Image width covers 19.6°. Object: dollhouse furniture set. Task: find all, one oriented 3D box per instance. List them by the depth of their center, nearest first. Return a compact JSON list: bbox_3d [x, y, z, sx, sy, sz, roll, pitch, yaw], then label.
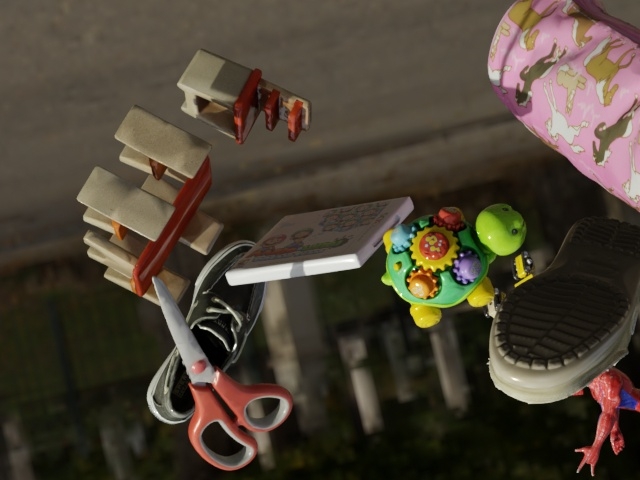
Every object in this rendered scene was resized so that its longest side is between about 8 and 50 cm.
[{"bbox_3d":[-0.129,-0.060,1.951,0.135,0.259,0.262,27,164,8],"label":"dollhouse furniture set"}]

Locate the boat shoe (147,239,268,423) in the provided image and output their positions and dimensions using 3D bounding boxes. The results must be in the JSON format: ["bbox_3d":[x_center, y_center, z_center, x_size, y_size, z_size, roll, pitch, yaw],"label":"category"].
[{"bbox_3d":[-0.109,0.096,1.973,0.078,0.219,0.070,29,162,-12],"label":"boat shoe"}]

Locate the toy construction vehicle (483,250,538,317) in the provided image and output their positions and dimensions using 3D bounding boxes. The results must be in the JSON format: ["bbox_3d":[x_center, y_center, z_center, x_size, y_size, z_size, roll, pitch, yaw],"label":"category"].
[{"bbox_3d":[0.247,0.076,2.334,0.035,0.098,0.086,22,134,-32],"label":"toy construction vehicle"}]

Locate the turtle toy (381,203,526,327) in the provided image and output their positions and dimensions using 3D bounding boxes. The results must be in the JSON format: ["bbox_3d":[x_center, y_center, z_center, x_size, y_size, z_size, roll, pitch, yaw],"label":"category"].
[{"bbox_3d":[0.112,0.009,1.570,0.130,0.095,0.066,-21,157,-1],"label":"turtle toy"}]

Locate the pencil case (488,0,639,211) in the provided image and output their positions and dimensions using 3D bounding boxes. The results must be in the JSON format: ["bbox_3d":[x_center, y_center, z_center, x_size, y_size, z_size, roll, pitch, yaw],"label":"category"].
[{"bbox_3d":[0.312,-0.140,1.885,0.167,0.160,0.386,-48,-149,1],"label":"pencil case"}]

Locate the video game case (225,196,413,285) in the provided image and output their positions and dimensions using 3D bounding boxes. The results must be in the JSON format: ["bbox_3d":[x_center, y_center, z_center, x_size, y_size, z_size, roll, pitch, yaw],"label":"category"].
[{"bbox_3d":[0.000,0.000,1.907,0.157,0.019,0.143,-9,-159,31],"label":"video game case"}]

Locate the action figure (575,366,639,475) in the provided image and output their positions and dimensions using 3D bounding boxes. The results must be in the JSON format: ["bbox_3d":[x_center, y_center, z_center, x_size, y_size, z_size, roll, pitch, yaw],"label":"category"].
[{"bbox_3d":[0.405,0.234,2.257,0.280,0.139,0.091,19,-176,-8],"label":"action figure"}]

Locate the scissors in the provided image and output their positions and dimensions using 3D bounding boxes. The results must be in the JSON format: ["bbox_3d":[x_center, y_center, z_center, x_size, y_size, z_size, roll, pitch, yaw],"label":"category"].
[{"bbox_3d":[-0.120,0.137,1.796,0.109,0.021,0.297,-40,140,2],"label":"scissors"}]

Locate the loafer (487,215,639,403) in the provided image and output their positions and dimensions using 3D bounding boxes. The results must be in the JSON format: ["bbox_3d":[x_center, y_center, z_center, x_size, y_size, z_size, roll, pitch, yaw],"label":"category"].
[{"bbox_3d":[0.212,0.070,1.519,0.102,0.092,0.268,16,-150,23],"label":"loafer"}]
